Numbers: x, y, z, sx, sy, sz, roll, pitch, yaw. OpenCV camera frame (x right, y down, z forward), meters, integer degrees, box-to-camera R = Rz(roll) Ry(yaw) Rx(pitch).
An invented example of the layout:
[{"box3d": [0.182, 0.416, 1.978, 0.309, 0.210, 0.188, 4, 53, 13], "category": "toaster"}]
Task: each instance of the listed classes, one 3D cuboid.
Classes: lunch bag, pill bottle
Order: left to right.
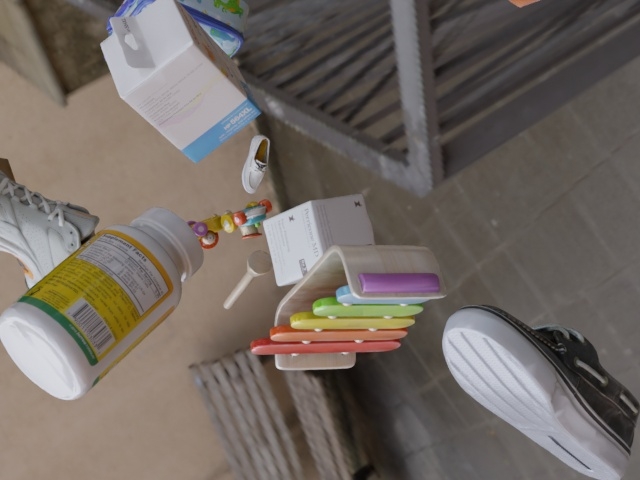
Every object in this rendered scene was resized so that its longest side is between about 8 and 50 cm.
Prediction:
[{"box3d": [-0.219, 0.057, 1.044, 0.117, 0.208, 0.118, 25, 139, 24], "category": "pill bottle"}, {"box3d": [-0.226, -0.315, 1.537, 0.176, 0.090, 0.219, 21, 152, -27], "category": "lunch bag"}]

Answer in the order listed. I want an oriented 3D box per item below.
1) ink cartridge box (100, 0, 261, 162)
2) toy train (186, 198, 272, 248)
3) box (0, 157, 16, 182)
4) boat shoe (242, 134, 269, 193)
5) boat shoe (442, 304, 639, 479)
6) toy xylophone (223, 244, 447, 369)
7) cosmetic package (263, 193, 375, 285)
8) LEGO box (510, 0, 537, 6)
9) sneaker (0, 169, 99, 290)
[{"box3d": [-0.143, -0.165, 0.999, 0.143, 0.090, 0.092, 44, -166, -51], "category": "ink cartridge box"}, {"box3d": [-0.138, -0.005, 1.304, 0.125, 0.166, 0.046, -73, -35, -77], "category": "toy train"}, {"box3d": [-0.670, -0.097, 1.981, 0.021, 0.164, 0.201, -52, 51, 30], "category": "box"}, {"box3d": [-0.104, -0.126, 1.679, 0.035, 0.035, 0.100, 24, 101, 62], "category": "boat shoe"}, {"box3d": [0.256, 0.152, 1.149, 0.121, 0.119, 0.335, 1, 146, 46], "category": "boat shoe"}, {"box3d": [0.008, 0.082, 1.235, 0.323, 0.236, 0.081, 117, 149, -65], "category": "toy xylophone"}, {"box3d": [0.000, 0.000, 2.152, 0.183, 0.151, 0.151, -22, 80, 51], "category": "cosmetic package"}, {"box3d": [0.458, -0.610, 1.470, 0.193, 0.372, 0.500, 23, 159, -39], "category": "LEGO box"}, {"box3d": [-0.327, -0.025, 1.178, 0.262, 0.121, 0.099, 50, -153, -23], "category": "sneaker"}]
